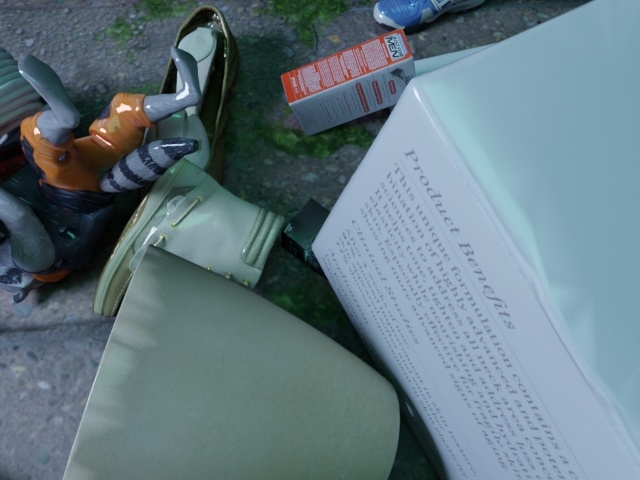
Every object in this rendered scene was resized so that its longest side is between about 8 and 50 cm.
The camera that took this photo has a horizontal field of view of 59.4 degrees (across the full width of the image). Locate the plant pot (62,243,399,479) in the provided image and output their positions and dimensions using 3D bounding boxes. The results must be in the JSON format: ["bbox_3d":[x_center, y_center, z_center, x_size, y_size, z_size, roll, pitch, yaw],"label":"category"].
[{"bbox_3d":[-0.072,0.163,0.550,0.274,0.256,0.256,17,66,-13],"label":"plant pot"}]

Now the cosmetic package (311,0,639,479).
[{"bbox_3d":[0.229,0.027,0.501,0.327,0.394,0.329,-27,83,-14],"label":"cosmetic package"}]

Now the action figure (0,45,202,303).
[{"bbox_3d":[-0.285,-0.037,0.576,0.178,0.330,0.341,41,34,-7],"label":"action figure"}]

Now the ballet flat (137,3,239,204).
[{"bbox_3d":[-0.171,-0.168,0.730,0.116,0.124,0.342,10,67,-2],"label":"ballet flat"}]

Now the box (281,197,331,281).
[{"bbox_3d":[0.000,0.000,0.708,0.083,0.052,0.062,37,70,12],"label":"box"}]

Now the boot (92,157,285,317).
[{"bbox_3d":[-0.156,0.026,0.667,0.165,0.077,0.213,30,97,-16],"label":"boot"}]

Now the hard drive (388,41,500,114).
[{"bbox_3d":[0.268,-0.192,0.815,0.318,0.040,0.210,-15,69,-10],"label":"hard drive"}]

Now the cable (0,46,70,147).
[{"bbox_3d":[-0.432,-0.115,0.628,0.257,0.257,0.089,-30,110,10],"label":"cable"}]

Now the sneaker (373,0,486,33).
[{"bbox_3d":[0.175,-0.391,0.872,0.211,0.081,0.080,-27,73,-13],"label":"sneaker"}]

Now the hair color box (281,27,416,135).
[{"bbox_3d":[0.042,-0.208,0.753,0.167,0.093,0.053,-17,70,9],"label":"hair color box"}]
